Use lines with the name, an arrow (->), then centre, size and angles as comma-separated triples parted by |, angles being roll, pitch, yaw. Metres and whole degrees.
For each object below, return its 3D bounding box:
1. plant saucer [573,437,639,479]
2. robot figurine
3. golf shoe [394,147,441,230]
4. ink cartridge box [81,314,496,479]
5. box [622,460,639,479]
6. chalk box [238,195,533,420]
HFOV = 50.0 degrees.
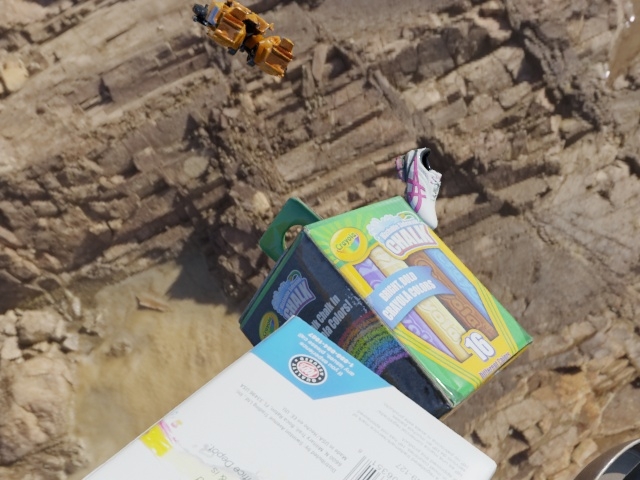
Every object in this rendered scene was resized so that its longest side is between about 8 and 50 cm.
plant saucer -> 0.340, 0.373, 0.798 | 0.050, 0.310, 0.310 | 8, 61, 53
robot figurine -> -0.142, -0.398, 1.322 | 0.085, 0.211, 0.291 | -55, 24, 14
golf shoe -> 0.221, -0.112, 1.470 | 0.086, 0.067, 0.186 | -24, 71, 28
ink cartridge box -> -0.040, 0.202, 0.425 | 0.171, 0.168, 0.233 | 35, 43, 22
box -> 0.396, 0.161, 0.533 | 0.261, 0.184, 0.103 | -48, 31, 2
chalk box -> 0.047, 0.077, 0.763 | 0.179, 0.180, 0.289 | -18, 63, -47
